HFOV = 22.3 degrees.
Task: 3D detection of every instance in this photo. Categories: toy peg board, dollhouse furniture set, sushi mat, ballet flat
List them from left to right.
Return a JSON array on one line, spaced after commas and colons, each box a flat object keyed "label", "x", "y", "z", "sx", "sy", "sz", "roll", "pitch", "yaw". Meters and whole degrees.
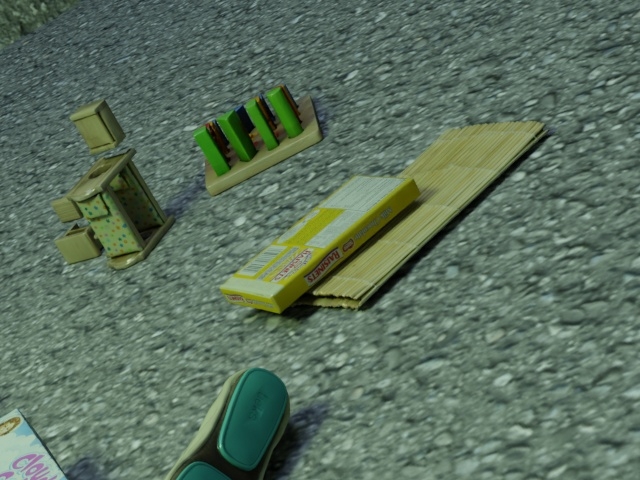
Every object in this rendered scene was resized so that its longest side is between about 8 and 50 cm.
[{"label": "dollhouse furniture set", "x": -0.304, "y": -0.055, "z": 2.005, "sx": 0.161, "sy": 0.182, "sz": 0.101, "roll": -14, "pitch": 26, "yaw": 33}, {"label": "ballet flat", "x": -0.091, "y": 0.203, "z": 1.334, "sx": 0.086, "sy": 0.086, "sz": 0.248, "roll": -16, "pitch": 24, "yaw": 30}, {"label": "toy peg board", "x": -0.091, "y": -0.151, "z": 2.092, "sx": 0.161, "sy": 0.079, "sz": 0.160, "roll": -27, "pitch": 22, "yaw": 6}, {"label": "sushi mat", "x": 0.092, "y": -0.030, "z": 1.677, "sx": 0.316, "sy": 0.019, "sz": 0.151, "roll": -42, "pitch": 23, "yaw": -29}]

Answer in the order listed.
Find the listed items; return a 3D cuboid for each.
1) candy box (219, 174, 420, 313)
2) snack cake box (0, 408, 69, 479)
[{"label": "candy box", "x": 0.000, "y": 0.000, "z": 1.661, "sx": 0.206, "sy": 0.027, "sz": 0.105, "roll": -39, "pitch": 26, "yaw": -24}, {"label": "snack cake box", "x": -0.278, "y": 0.257, "z": 1.414, "sx": 0.152, "sy": 0.089, "sz": 0.264, "roll": -35, "pitch": 23, "yaw": -12}]
